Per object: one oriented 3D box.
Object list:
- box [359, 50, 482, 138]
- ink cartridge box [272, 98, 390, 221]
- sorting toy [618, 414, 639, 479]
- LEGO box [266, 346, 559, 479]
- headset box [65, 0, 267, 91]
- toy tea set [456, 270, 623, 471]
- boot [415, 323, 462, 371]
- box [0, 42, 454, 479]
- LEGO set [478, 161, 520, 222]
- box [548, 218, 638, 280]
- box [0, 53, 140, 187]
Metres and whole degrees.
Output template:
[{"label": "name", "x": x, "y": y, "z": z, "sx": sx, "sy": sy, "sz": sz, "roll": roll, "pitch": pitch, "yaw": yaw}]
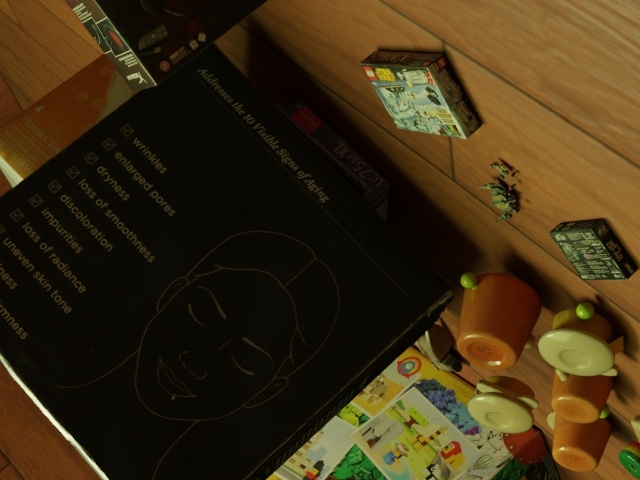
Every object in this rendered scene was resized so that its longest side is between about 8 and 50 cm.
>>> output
[{"label": "box", "x": 0.108, "y": -0.161, "z": 1.178, "sx": 0.094, "sy": 0.027, "sz": 0.137, "roll": 56, "pitch": 163, "yaw": -26}, {"label": "ink cartridge box", "x": 0.015, "y": -0.078, "z": 1.552, "sx": 0.186, "sy": 0.065, "sz": 0.311, "roll": 44, "pitch": 165, "yaw": 18}, {"label": "sorting toy", "x": 0.439, "y": 0.260, "z": 1.218, "sx": 0.274, "sy": 0.046, "sz": 0.132, "roll": 25, "pitch": 151, "yaw": 56}, {"label": "LEGO box", "x": 0.089, "y": 0.377, "z": 1.827, "sx": 0.500, "sy": 0.372, "sz": 0.193, "roll": 31, "pitch": 156, "yaw": 47}, {"label": "headset box", "x": -0.207, "y": -0.353, "z": 1.234, "sx": 0.293, "sy": 0.218, "sz": 0.110, "roll": 55, "pitch": 162, "yaw": -17}, {"label": "toy tea set", "x": 0.281, "y": 0.154, "z": 1.351, "sx": 0.200, "sy": 0.124, "sz": 0.336, "roll": 8, "pitch": 143, "yaw": 21}, {"label": "boot", "x": 0.177, "y": 0.164, "z": 1.710, "sx": 0.118, "sy": 0.042, "sz": 0.087, "roll": 58, "pitch": 164, "yaw": -27}, {"label": "box", "x": -0.170, "y": 0.082, "z": 1.446, "sx": 0.480, "sy": 0.472, "sz": 0.297, "roll": 47, "pitch": 166, "yaw": 10}, {"label": "LEGO set", "x": 0.204, "y": -0.054, "z": 1.189, "sx": 0.054, "sy": 0.023, "sz": 0.083, "roll": 43, "pitch": 150, "yaw": 15}, {"label": "box", "x": 0.282, "y": 0.011, "z": 1.120, "sx": 0.067, "sy": 0.018, "sz": 0.083, "roll": 52, "pitch": 164, "yaw": -9}, {"label": "box", "x": -0.319, "y": -0.158, "z": 1.737, "sx": 0.215, "sy": 0.345, "sz": 0.168, "roll": 39, "pitch": 160, "yaw": 32}]
